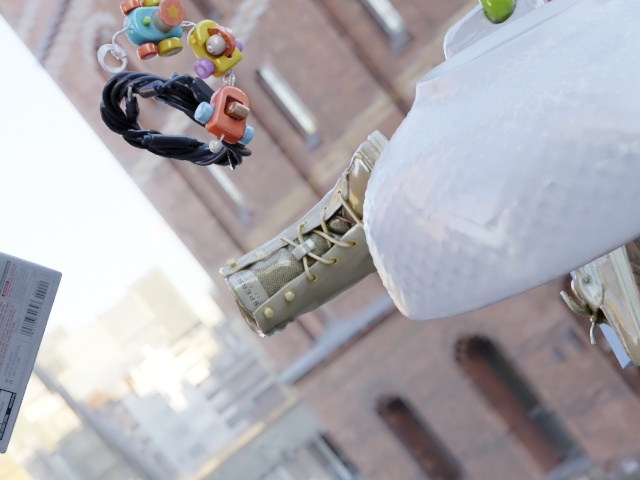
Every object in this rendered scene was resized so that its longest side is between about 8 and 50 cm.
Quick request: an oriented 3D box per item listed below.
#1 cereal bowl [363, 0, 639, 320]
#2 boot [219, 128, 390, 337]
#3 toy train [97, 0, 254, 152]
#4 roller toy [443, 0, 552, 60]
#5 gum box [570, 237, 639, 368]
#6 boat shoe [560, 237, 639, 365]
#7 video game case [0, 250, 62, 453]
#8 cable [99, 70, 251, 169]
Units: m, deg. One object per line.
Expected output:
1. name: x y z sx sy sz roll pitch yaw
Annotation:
1. cereal bowl: 0.170 -0.087 1.330 0.339 0.141 0.339 -28 7 4
2. boot: 0.000 0.000 1.923 0.203 0.095 0.262 -29 -15 -11
3. toy train: -0.119 -0.165 1.790 0.046 0.166 0.125 -33 34 48
4. roller toy: 0.237 -0.190 2.145 0.146 0.209 0.191 -39 -21 20
5. gum box: 0.404 0.056 2.282 0.184 0.157 0.041 -15 -25 -26
6. boat shoe: 0.278 0.019 1.948 0.089 0.285 0.104 -32 -36 18
7. video game case: -0.398 0.106 2.083 0.023 0.193 0.212 9 80 60
8. cable: -0.162 -0.126 2.155 0.150 0.184 0.047 -10 56 32
